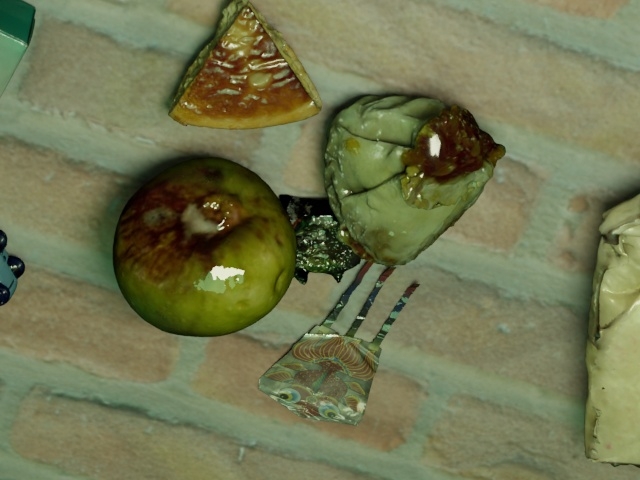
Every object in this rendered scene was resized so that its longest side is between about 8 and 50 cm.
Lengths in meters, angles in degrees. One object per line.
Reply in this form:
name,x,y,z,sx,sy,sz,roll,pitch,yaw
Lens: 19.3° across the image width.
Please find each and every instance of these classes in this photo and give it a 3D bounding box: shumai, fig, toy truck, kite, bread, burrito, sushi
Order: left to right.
toy truck,-0.366,0.010,1.942,0.074,0.063,0.136,-8,125,26
fig,-0.121,0.017,1.889,0.181,0.181,0.191,20,147,-14
bread,-0.058,-0.159,1.852,0.136,0.054,0.154,24,123,-15
sushi,0.000,0.000,1.955,0.083,0.056,0.084,-3,121,-9
kite,0.034,0.112,2.050,0.127,0.016,0.229,24,121,-20
shumai,0.098,-0.052,1.860,0.184,0.142,0.184,-4,104,-15
burrito,0.376,0.077,1.969,0.190,0.135,0.331,4,120,10

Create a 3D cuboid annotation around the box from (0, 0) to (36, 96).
box,-0.414,-0.196,1.790,0.245,0.092,0.153,24,118,-17
